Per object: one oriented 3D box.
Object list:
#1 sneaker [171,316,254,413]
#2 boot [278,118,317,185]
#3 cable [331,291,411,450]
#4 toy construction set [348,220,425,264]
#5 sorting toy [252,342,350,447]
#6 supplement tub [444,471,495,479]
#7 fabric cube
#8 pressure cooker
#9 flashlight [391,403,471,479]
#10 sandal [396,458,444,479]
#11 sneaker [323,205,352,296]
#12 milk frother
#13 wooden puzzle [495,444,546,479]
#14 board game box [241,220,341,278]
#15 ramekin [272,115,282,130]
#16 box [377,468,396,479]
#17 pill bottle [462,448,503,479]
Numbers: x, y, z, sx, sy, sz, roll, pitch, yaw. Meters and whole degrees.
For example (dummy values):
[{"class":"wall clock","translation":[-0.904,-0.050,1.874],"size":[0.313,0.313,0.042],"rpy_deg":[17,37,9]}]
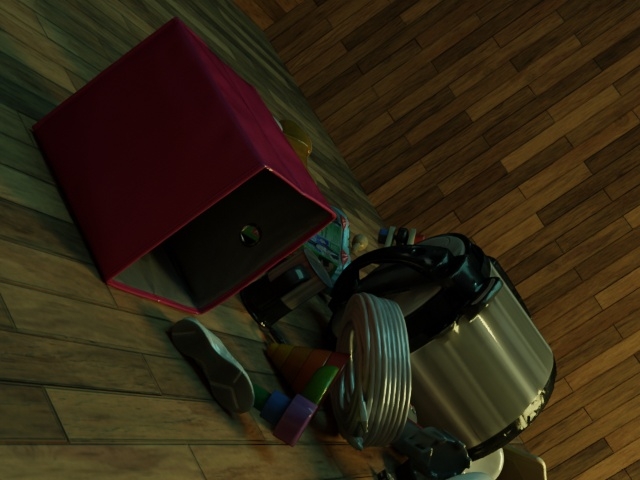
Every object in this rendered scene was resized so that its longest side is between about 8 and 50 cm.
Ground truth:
[{"class":"sneaker","translation":[-0.136,0.160,1.389],"size":[0.152,0.054,0.061],"rpy_deg":[54,7,-4]},{"class":"boot","translation":[-0.105,-0.264,2.761],"size":[0.211,0.104,0.295],"rpy_deg":[44,19,-49]},{"class":"cable","translation":[0.083,0.216,1.748],"size":[0.257,0.089,0.257],"rpy_deg":[157,-61,-79]},{"class":"toy construction set","translation":[0.138,0.087,2.536],"size":[0.309,0.257,0.237],"rpy_deg":[37,22,4]},{"class":"sorting toy","translation":[-0.051,0.211,1.562],"size":[0.126,0.127,0.365],"rpy_deg":[31,7,6]},{"class":"supplement tub","translation":[0.245,0.517,1.617],"size":[0.191,0.191,0.272],"rpy_deg":[40,19,-57]},{"class":"fabric cube","translation":[-0.179,-0.088,1.417],"size":[0.258,0.254,0.259],"rpy_deg":[58,11,24]},{"class":"pressure cooker","translation":[0.223,0.186,2.070],"size":[0.420,0.370,0.375],"rpy_deg":[53,10,-16]},{"class":"flashlight","translation":[0.162,0.336,1.801],"size":[0.103,0.103,0.304],"rpy_deg":[57,-13,-16]},{"class":"sandal","translation":[0.292,0.554,2.049],"size":[0.446,0.107,0.167],"rpy_deg":[35,20,-29]},{"class":"sneaker","translation":[0.000,0.000,2.352],"size":[0.125,0.104,0.261],"rpy_deg":[29,33,-34]},{"class":"milk frother","translation":[-0.042,0.109,1.757],"size":[0.143,0.135,0.129],"rpy_deg":[54,11,-9]},{"class":"wooden puzzle","translation":[0.417,0.541,2.242],"size":[0.221,0.044,0.238],"rpy_deg":[11,-67,59]},{"class":"board game box","translation":[-0.060,-0.029,2.148],"size":[0.214,0.046,0.317],"rpy_deg":[30,14,-5]},{"class":"ramekin","translation":[-0.177,-0.163,1.833],"size":[0.109,0.207,0.207],"rpy_deg":[39,17,-30]},{"class":"box","translation":[0.134,0.447,1.822],"size":[0.083,0.018,0.067],"rpy_deg":[50,11,-29]},{"class":"pill bottle","translation":[0.295,0.442,2.212],"size":[0.117,0.117,0.215],"rpy_deg":[54,-11,-10]}]
